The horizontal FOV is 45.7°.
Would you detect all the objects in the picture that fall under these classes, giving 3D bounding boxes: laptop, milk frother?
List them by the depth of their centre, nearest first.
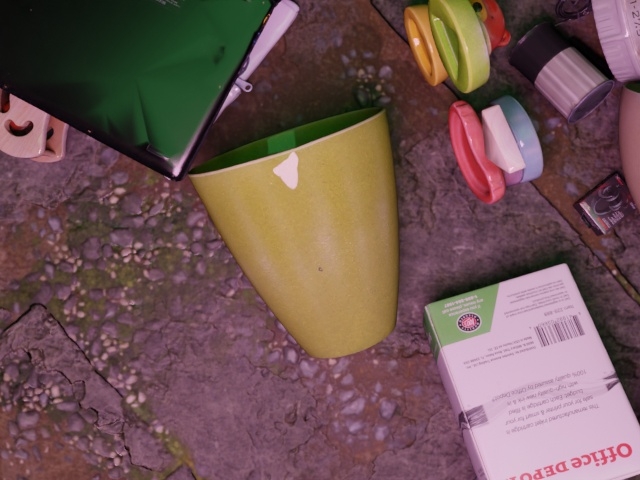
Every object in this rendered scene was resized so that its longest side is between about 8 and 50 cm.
[{"bbox_3d":[-0.249,-0.344,1.060,0.382,0.236,0.407,28,92,-1],"label":"laptop"},{"bbox_3d":[0.369,-0.270,1.089,0.129,0.143,0.134,-32,70,-17],"label":"milk frother"}]

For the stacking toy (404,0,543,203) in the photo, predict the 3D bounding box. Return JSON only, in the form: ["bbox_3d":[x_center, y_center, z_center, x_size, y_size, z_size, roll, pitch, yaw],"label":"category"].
[{"bbox_3d":[0.240,-0.216,1.031,0.131,0.279,0.308,-22,92,-1],"label":"stacking toy"}]

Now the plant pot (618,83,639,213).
[{"bbox_3d":[0.543,-0.098,1.053,0.284,0.284,0.190,7,110,-1],"label":"plant pot"}]

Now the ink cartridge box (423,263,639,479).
[{"bbox_3d":[0.285,0.206,1.042,0.211,0.121,0.289,-16,67,-2],"label":"ink cartridge box"}]

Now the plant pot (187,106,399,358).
[{"bbox_3d":[0.000,0.000,1.039,0.275,0.275,0.293,-19,103,-2],"label":"plant pot"}]

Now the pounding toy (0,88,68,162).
[{"bbox_3d":[-0.406,-0.199,1.044,0.270,0.155,0.154,-38,87,5],"label":"pounding toy"}]

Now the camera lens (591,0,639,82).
[{"bbox_3d":[0.526,-0.341,1.014,0.274,0.219,0.219,-9,87,34],"label":"camera lens"}]

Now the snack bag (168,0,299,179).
[{"bbox_3d":[-0.243,-0.317,1.142,0.323,0.037,0.342,39,87,1],"label":"snack bag"}]

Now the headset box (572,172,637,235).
[{"bbox_3d":[0.429,-0.051,1.146,0.083,0.032,0.062,-38,89,-4],"label":"headset box"}]

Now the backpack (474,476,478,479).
[{"bbox_3d":[0.275,0.366,1.095,0.105,0.084,0.114,42,90,3],"label":"backpack"}]
